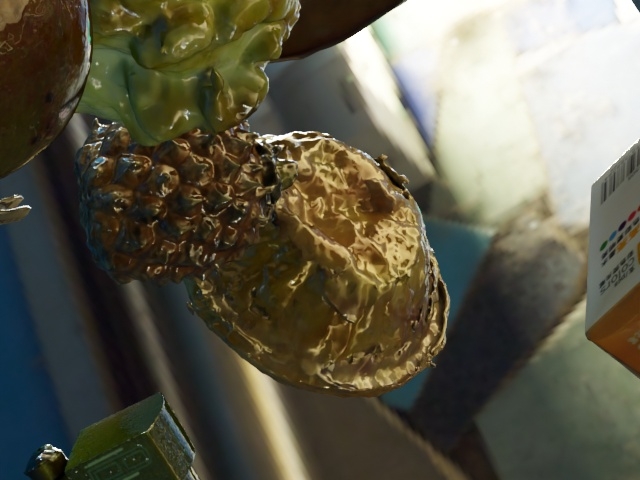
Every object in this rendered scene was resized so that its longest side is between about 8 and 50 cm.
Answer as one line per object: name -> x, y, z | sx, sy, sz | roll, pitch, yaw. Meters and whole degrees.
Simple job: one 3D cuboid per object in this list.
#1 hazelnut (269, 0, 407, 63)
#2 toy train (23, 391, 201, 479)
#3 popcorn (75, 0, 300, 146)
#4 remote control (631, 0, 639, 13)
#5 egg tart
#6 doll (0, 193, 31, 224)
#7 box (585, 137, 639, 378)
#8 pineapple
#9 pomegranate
hazelnut -> -0.046, -0.397, 1.707 | 0.402, 0.429, 0.402 | 34, -147, -26
toy train -> -0.129, 0.238, 1.263 | 0.225, 0.137, 0.090 | 60, -169, -16
popcorn -> -0.114, -0.168, 1.098 | 0.183, 0.221, 0.204 | 40, -113, -21
remote control -> 0.348, -0.231, 1.583 | 0.244, 0.087, 0.047 | -111, 18, -44
egg tart -> 0.000, 0.000, 1.733 | 0.352, 0.150, 0.352 | 18, -136, -19
doll -> -0.383, -0.041, 1.574 | 0.221, 0.115, 0.105 | 11, -159, -22
box -> 0.303, -0.049, 1.157 | 0.091, 0.274, 0.221 | 35, -147, -11
pineapple -> -0.113, -0.046, 1.416 | 0.166, 0.193, 0.166 | 170, 90, -79
pomegranate -> -0.196, -0.079, 0.789 | 0.180, 0.180, 0.210 | -82, -5, -58
